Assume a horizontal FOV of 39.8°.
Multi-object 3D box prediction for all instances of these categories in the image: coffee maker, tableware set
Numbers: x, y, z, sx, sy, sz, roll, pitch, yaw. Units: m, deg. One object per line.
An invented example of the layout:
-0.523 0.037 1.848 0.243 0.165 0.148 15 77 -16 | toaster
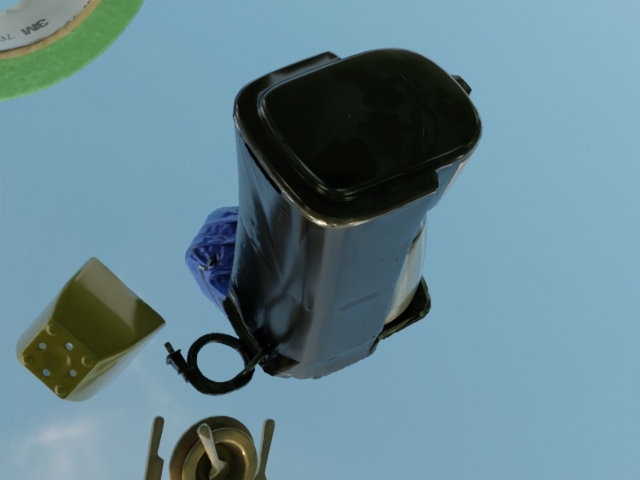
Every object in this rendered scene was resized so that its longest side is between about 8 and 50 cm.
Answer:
0.000 0.000 0.498 0.120 0.178 0.171 32 -120 16 | coffee maker
-0.098 0.254 0.787 0.128 0.039 0.194 9 -90 -36 | tableware set

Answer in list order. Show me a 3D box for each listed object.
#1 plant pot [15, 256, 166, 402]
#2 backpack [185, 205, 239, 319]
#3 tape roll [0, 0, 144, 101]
-0.185 0.077 0.684 0.081 0.081 0.083 43 -162 -5 | plant pot
-0.055 0.020 0.751 0.101 0.120 0.098 -58 -41 -42 | backpack
-0.275 -0.271 0.716 0.321 0.321 0.077 -29 -130 -29 | tape roll
